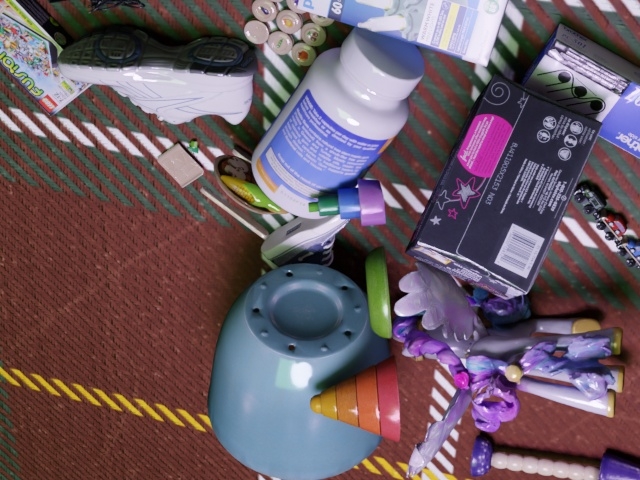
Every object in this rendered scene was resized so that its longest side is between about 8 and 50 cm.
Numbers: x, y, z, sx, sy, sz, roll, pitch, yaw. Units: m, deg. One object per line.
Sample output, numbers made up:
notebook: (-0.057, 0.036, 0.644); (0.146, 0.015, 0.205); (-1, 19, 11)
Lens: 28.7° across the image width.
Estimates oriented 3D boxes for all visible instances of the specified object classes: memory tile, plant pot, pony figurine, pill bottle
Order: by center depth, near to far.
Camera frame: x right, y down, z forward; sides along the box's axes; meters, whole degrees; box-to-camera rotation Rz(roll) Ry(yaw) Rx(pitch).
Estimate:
memory tile: (-0.036, -0.315, 1.724); (0.113, 0.012, 0.148); (28, 131, -2)
pill bottle: (0.028, -0.167, 1.724); (0.152, 0.152, 0.272); (33, 130, -7)
pony figurine: (0.247, 0.175, 1.810); (0.363, 0.351, 0.302); (5, 96, 17)
plant pot: (-0.027, 0.177, 1.893); (0.293, 0.293, 0.235); (14, 139, 9)

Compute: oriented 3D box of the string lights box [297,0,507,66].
string lights box: (0.113, -0.332, 1.609); (0.260, 0.077, 0.133); (18, 123, 6)

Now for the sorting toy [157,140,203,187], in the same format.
sorting toy: (-0.207, -0.123, 1.934); (0.083, 0.012, 0.062); (-29, 107, 38)

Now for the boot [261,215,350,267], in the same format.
boot: (0.000, 0.000, 1.926); (0.086, 0.069, 0.190); (42, 137, -23)

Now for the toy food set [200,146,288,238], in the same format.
toy food set: (-0.095, -0.085, 1.814); (0.132, 0.192, 0.038); (36, 116, -6)

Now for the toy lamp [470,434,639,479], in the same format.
toy lamp: (0.390, 0.375, 2.061); (0.275, 0.080, 0.080); (8, 128, 17)

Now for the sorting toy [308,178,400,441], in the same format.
sorting toy: (0.037, 0.100, 1.723); (0.126, 0.127, 0.365); (-5, 94, 2)

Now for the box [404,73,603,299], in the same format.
box: (0.240, -0.065, 1.652); (0.163, 0.247, 0.142); (25, 174, 0)

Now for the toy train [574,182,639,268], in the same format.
toy train: (0.416, -0.021, 1.779); (0.036, 0.027, 0.158); (-33, 110, 25)

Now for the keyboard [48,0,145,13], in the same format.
keyboard: (-0.307, -0.373, 1.774); (0.192, 0.038, 0.100); (-3, 102, 23)

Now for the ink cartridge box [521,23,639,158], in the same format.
ink cartridge box: (0.377, -0.192, 1.647); (0.207, 0.046, 0.097); (29, 132, -3)

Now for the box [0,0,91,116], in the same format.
box: (-0.436, -0.293, 1.871); (0.114, 0.036, 0.207); (-31, 111, 36)

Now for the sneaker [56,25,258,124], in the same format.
sneaker: (-0.237, -0.226, 1.803); (0.297, 0.111, 0.129); (10, 135, 9)
